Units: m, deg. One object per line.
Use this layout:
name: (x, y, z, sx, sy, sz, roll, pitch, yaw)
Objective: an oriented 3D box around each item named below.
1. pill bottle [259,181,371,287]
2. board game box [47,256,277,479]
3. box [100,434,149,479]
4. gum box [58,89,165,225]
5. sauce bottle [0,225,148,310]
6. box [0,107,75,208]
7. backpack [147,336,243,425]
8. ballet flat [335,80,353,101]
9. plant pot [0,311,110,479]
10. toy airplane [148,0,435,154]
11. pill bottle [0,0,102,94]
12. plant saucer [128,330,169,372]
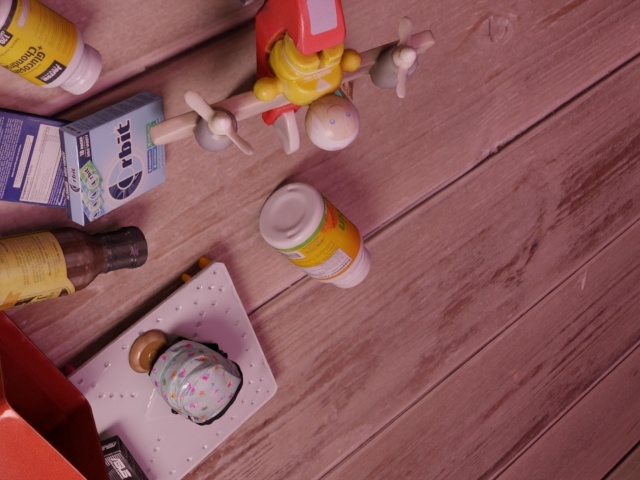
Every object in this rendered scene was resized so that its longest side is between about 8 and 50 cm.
pill bottle: (0.000, 0.000, 1.858, 0.136, 0.136, 0.246, -56, 139, -6)
board game box: (-0.285, 0.278, 1.790, 0.390, 0.050, 0.390, -39, 135, -23)
box: (-0.410, 0.448, 1.706, 0.184, 0.045, 0.190, -19, 131, 0)
gum box: (-0.321, -0.131, 1.491, 0.184, 0.041, 0.157, -35, 140, -44)
sauce bottle: (-0.428, 0.039, 1.463, 0.344, 0.111, 0.111, -13, 120, -39)
box: (-0.446, -0.123, 1.410, 0.225, 0.036, 0.136, 6, 107, -50)
backpack: (-0.220, 0.249, 1.706, 0.152, 0.115, 0.182, -57, 148, -12)
ballet flat: (0.003, -0.326, 1.747, 0.206, 0.073, 0.067, 56, 43, -49)
plant pot: (-0.497, 0.308, 1.424, 0.236, 0.267, 0.267, -34, 125, -3)
toy airplane: (-0.033, -0.242, 1.519, 0.386, 0.272, 0.384, -40, 156, 23)
pill bottle: (-0.397, -0.275, 1.324, 0.184, 0.103, 0.103, 29, 90, -49)
plant saucer: (-0.299, 0.200, 1.681, 0.083, 0.015, 0.083, -23, 126, -35)
